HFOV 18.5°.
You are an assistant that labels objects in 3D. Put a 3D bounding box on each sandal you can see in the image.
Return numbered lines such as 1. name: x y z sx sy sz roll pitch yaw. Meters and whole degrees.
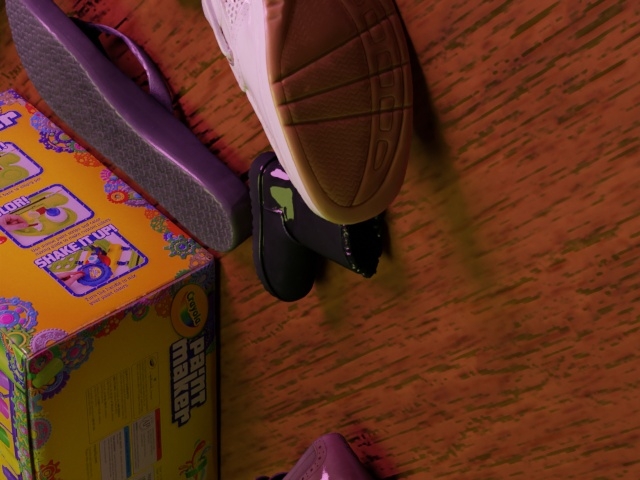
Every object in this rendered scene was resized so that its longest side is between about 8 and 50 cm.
1. sandal: -0.134 -0.094 1.423 0.254 0.054 0.097 45 153 9

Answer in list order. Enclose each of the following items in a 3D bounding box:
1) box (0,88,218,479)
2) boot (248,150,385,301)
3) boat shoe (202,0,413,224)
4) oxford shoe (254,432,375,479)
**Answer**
1. box: -0.234 0.086 1.577 0.279 0.177 0.290 38 142 34
2. boot: 0.000 0.000 1.296 0.099 0.045 0.121 22 131 43
3. boat shoe: -0.023 -0.143 1.173 0.096 0.098 0.277 -9 97 58
4. oxford shoe: -0.018 0.228 1.475 0.271 0.097 0.098 -50 52 53
